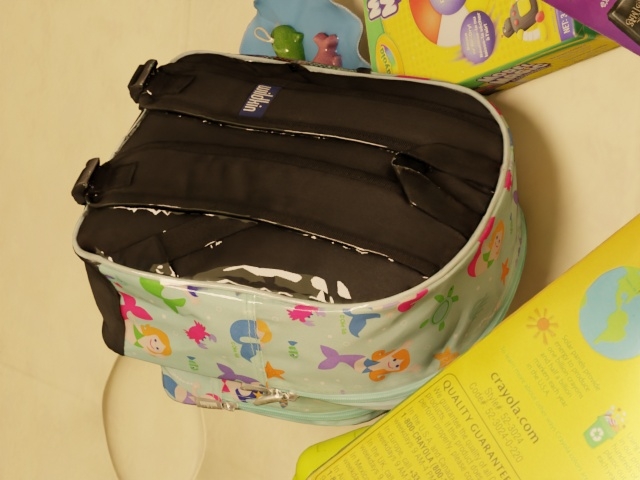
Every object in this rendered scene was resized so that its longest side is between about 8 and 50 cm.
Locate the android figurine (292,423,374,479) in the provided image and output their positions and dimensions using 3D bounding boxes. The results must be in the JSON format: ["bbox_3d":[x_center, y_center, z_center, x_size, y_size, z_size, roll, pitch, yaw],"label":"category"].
[{"bbox_3d":[0.050,0.226,1.189,0.273,0.056,0.248,-22,66,7],"label":"android figurine"}]

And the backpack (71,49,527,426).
[{"bbox_3d":[0.000,0.000,1.247,0.253,0.225,0.191,4,136,24],"label":"backpack"}]

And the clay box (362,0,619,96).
[{"bbox_3d":[0.095,-0.158,1.275,0.222,0.053,0.127,-18,76,51],"label":"clay box"}]

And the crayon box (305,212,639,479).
[{"bbox_3d":[0.170,0.122,1.078,0.318,0.081,0.202,-39,64,17],"label":"crayon box"}]

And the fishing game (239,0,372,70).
[{"bbox_3d":[-0.020,-0.097,1.417,0.189,0.041,0.264,9,105,56],"label":"fishing game"}]

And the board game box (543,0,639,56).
[{"bbox_3d":[0.188,-0.278,1.057,0.347,0.208,0.056,-61,4,33],"label":"board game box"}]
